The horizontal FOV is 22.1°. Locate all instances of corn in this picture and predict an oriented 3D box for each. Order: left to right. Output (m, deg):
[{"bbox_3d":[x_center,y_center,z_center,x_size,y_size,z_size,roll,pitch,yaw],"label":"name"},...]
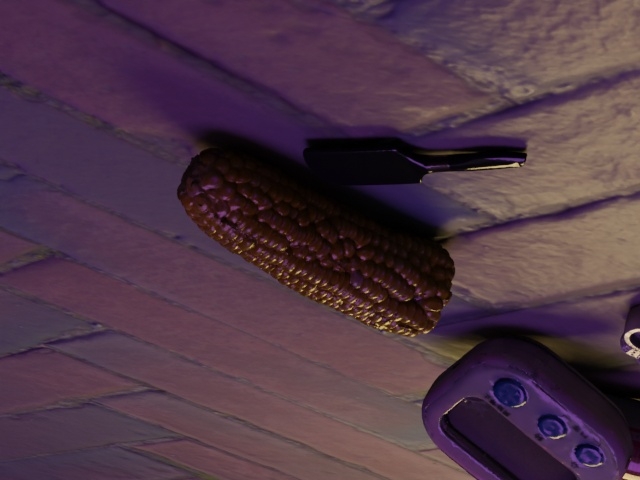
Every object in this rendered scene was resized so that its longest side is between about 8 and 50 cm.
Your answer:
[{"bbox_3d":[0.000,0.000,1.450,0.292,0.101,0.101,29,153,-31],"label":"corn"}]

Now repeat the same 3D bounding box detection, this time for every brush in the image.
[{"bbox_3d":[0.079,-0.064,1.347,0.193,0.016,0.063,1,157,27],"label":"brush"}]

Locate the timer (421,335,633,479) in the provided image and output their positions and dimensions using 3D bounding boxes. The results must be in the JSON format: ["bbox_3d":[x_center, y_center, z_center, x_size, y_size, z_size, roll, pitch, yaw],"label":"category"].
[{"bbox_3d":[0.221,0.199,1.751,0.208,0.069,0.191,39,136,-4],"label":"timer"}]

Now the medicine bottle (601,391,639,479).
[{"bbox_3d":[0.312,0.213,1.822,0.217,0.090,0.090,14,160,14],"label":"medicine bottle"}]

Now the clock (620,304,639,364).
[{"bbox_3d":[0.353,0.102,1.587,0.129,0.041,0.087,19,154,-4],"label":"clock"}]
